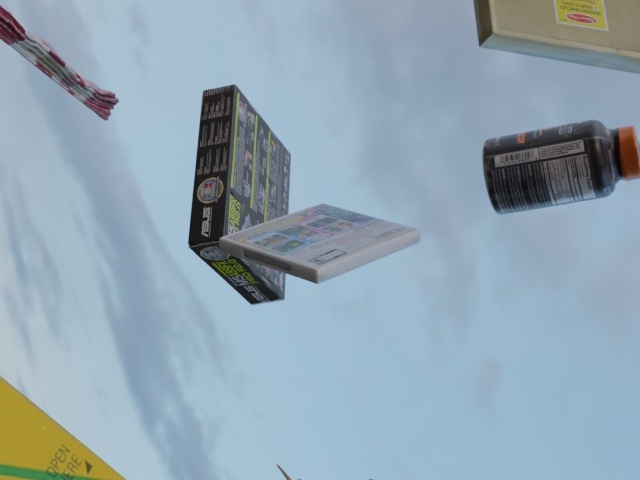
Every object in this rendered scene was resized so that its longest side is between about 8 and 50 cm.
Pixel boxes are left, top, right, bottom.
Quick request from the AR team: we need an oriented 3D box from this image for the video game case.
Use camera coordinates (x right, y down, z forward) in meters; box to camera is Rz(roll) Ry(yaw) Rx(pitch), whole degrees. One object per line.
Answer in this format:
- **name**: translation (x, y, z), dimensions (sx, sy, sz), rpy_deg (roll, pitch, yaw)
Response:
- **video game case**: translation (0.000, 0.000, 1.179), dimensions (0.143, 0.157, 0.019), rpy_deg (16, -64, 41)

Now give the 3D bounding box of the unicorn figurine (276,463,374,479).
- **unicorn figurine**: translation (0.024, 0.338, 1.512), dimensions (0.111, 0.162, 0.060), rpy_deg (133, -32, -73)

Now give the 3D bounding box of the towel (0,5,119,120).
- **towel**: translation (-0.417, -0.288, 1.458), dimensions (0.237, 0.037, 0.329), rpy_deg (38, -2, 32)

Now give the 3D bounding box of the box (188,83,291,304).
- **box**: translation (-0.117, -0.066, 1.740), dimensions (0.216, 0.060, 0.270), rpy_deg (48, 38, -55)

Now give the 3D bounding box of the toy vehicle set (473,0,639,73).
- **toy vehicle set**: translation (0.315, -0.303, 1.432), dimensions (0.035, 0.267, 0.166), rpy_deg (135, -44, -60)

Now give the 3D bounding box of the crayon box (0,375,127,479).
- **crayon box**: translation (-0.170, 0.190, 0.494), dimensions (0.363, 0.106, 0.313), rpy_deg (-21, -59, 43)

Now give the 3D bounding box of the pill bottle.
- **pill bottle**: translation (0.396, -0.123, 1.860), dimensions (0.130, 0.245, 0.130), rpy_deg (-9, 90, -72)
